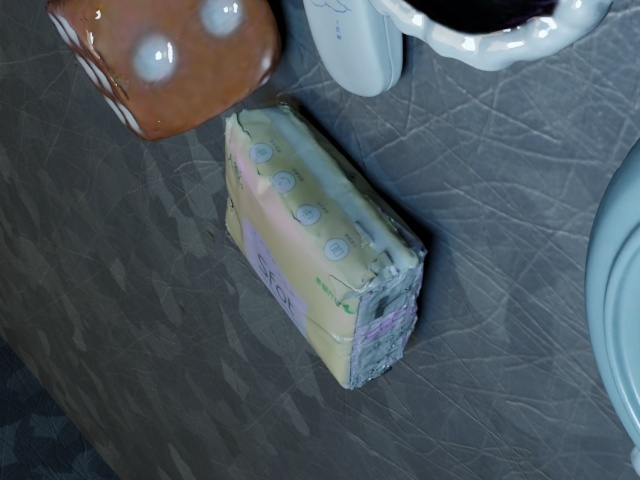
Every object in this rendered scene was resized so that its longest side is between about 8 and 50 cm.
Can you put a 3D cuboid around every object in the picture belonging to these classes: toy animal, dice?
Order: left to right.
[{"bbox_3d":[-0.159,-0.214,1.115,0.174,0.179,0.174,31,151,61],"label":"dice"},{"bbox_3d":[0.130,-0.209,0.649,0.156,0.204,0.208,43,134,-1],"label":"toy animal"}]

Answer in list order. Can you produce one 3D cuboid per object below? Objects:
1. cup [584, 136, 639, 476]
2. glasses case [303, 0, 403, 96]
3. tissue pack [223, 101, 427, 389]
[{"bbox_3d":[0.265,0.031,0.530,0.259,0.275,0.356,53,147,16],"label":"cup"},{"bbox_3d":[0.021,-0.234,0.951,0.092,0.059,0.233,31,142,46],"label":"glasses case"},{"bbox_3d":[0.000,0.000,1.166,0.256,0.123,0.215,53,156,29],"label":"tissue pack"}]
